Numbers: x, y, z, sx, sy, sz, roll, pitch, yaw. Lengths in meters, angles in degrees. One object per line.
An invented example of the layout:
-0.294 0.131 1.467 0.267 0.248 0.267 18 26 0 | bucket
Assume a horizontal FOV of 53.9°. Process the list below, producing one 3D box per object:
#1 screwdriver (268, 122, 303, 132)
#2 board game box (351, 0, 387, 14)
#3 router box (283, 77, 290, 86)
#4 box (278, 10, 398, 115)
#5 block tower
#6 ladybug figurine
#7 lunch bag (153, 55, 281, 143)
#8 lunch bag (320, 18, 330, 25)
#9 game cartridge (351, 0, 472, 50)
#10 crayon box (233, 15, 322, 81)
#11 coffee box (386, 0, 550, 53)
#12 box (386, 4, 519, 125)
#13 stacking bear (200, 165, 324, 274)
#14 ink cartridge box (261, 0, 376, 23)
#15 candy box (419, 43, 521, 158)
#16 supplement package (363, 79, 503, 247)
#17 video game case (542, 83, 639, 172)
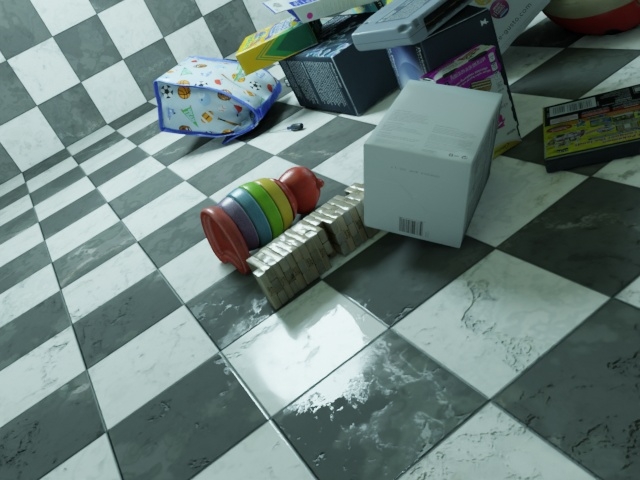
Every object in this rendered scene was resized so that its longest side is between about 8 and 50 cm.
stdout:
-0.122 -0.375 2.121 0.169 0.024 0.025 -2 8 40 | screwdriver
0.280 -0.820 2.277 0.079 0.254 0.336 -9 31 50 | board game box
-0.075 -0.664 2.541 0.122 0.038 0.092 -1 37 39 | router box
0.088 -0.597 2.109 0.293 0.212 0.395 -38 31 -16 | box
0.000 0.000 1.329 0.335 0.091 0.097 -37 29 -19 | block tower
0.775 -0.682 1.749 0.304 0.162 0.449 -24 28 6 | ladybug figurine
-0.363 -0.520 2.325 0.385 0.239 0.328 6 35 10 | lunch bag
0.080 -0.759 2.445 0.262 0.160 0.223 8 29 -7 | lunch bag
0.218 -0.520 1.434 0.297 0.062 0.198 -42 29 -26 | game cartridge
-0.160 -0.669 2.140 0.322 0.083 0.203 -20 30 18 | crayon box
0.415 -0.725 1.814 0.338 0.334 0.338 -48 17 30 | coffee box
0.305 -0.407 1.537 0.182 0.296 0.294 -27 28 -2 | box
-0.123 -0.075 1.497 0.289 0.164 0.175 -34 29 -23 | stacking bear
0.008 -0.777 2.041 0.370 0.069 0.176 -18 34 -10 | ink cartridge box
0.332 -0.284 1.378 0.159 0.234 0.071 -32 29 -9 | candy box
0.223 -0.158 1.243 0.199 0.198 0.263 14 44 20 | supplement package
0.602 -0.241 1.297 0.274 0.035 0.248 -10 32 25 | video game case
